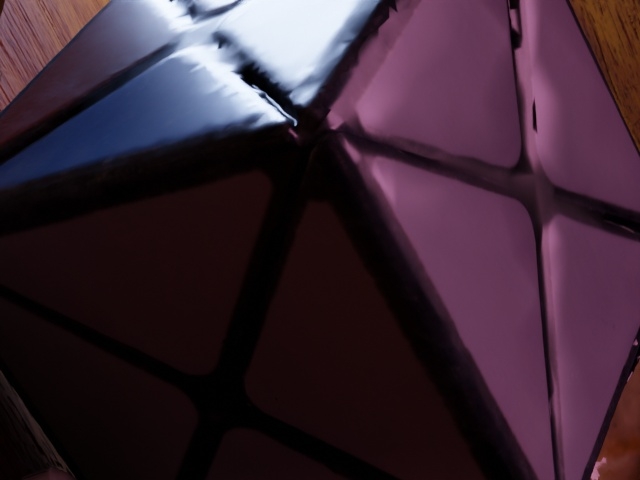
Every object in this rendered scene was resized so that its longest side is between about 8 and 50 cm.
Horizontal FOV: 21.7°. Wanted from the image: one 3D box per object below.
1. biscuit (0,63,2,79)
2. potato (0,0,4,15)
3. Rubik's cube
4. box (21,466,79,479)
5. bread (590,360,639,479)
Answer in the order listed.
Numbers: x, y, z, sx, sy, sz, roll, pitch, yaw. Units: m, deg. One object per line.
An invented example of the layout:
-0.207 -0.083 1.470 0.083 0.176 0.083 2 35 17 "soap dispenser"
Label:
-0.257 -0.163 1.182 0.120 0.015 0.120 -24 90 -86 "biscuit"
-0.229 -0.200 0.597 0.270 0.219 0.359 -83 157 -62 "potato"
0.000 0.000 0.991 0.310 0.305 0.307 60 39 -24 "Rubik's cube"
-0.088 0.259 0.867 0.142 0.044 0.285 58 9 -69 "box"
0.140 0.250 1.254 0.390 0.279 0.371 60 -26 -11 "bread"
